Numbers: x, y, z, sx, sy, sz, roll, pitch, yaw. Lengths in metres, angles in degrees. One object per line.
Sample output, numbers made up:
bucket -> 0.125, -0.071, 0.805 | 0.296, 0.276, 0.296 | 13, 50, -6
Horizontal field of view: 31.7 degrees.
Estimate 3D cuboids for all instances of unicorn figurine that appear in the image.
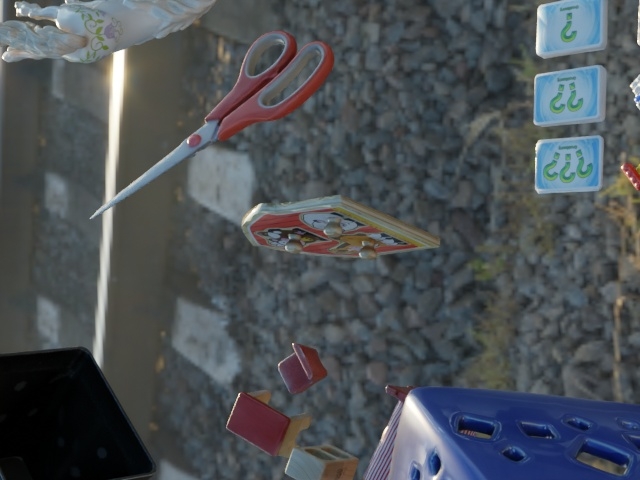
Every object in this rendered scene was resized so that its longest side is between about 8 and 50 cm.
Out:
unicorn figurine -> -0.133, -0.147, 0.733 | 0.111, 0.162, 0.060 | 3, 127, 33

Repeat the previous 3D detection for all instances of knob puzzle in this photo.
knob puzzle -> 0.000, 0.000, 1.202 | 0.213, 0.213, 0.030 | -22, 60, 60

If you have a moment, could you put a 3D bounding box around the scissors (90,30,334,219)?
scissors -> -0.110, -0.107, 1.156 | 0.109, 0.297, 0.021 | 39, 171, 37

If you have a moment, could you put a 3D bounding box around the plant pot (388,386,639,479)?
plant pot -> 0.173, 0.248, 0.753 | 0.212, 0.235, 0.236 | -125, 42, -74

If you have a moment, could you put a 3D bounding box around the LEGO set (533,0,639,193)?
LEGO set -> 0.273, -0.134, 0.977 | 0.244, 0.060, 0.183 | 1, 89, 50

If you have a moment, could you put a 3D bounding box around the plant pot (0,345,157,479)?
plant pot -> -0.332, 0.247, 1.254 | 0.167, 0.187, 0.188 | -52, 59, 28

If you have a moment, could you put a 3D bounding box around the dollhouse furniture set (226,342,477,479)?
dollhouse furniture set -> 0.031, 0.273, 1.653 | 0.374, 0.152, 0.201 | 25, 95, 29
